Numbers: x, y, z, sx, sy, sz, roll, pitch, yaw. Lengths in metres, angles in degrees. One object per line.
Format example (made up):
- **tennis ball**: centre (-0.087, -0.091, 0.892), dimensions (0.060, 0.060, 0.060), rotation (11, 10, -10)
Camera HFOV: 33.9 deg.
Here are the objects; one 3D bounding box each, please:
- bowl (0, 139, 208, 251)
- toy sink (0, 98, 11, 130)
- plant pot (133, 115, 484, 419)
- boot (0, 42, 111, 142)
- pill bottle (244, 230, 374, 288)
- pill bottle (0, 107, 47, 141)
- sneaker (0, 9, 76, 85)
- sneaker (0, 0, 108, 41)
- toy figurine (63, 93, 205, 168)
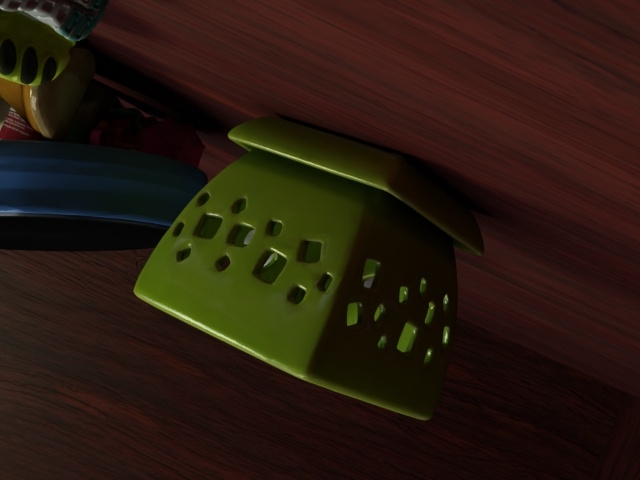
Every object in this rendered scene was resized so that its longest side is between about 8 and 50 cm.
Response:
- **bowl**: centre (-0.327, -0.041, 1.224), dimensions (0.391, 0.077, 0.391), rotation (0, 173, 0)
- **toy sink**: centre (-0.364, -0.152, 1.550), dimensions (0.153, 0.131, 0.234), rotation (22, 176, 44)
- **plant pot**: centre (0.006, 0.019, 0.976), dimensions (0.228, 0.207, 0.227), rotation (22, 176, 37)
- **boot**: centre (-0.345, -0.187, 1.106), dimensions (0.211, 0.104, 0.295), rotation (24, -179, -3)
- **pill bottle**: centre (0.000, 0.000, 1.319), dimensions (0.136, 0.136, 0.245), rotation (22, 176, 35)
- **pill bottle**: centre (-0.357, -0.150, 1.346), dimensions (0.086, 0.152, 0.086), rotation (24, 177, 1)
- **sneaker**: centre (-0.320, -0.194, 0.783), dimensions (0.123, 0.109, 0.295), rotation (17, 173, 36)
- **sneaker**: centre (-0.200, -0.176, 0.653), dimensions (0.076, 0.065, 0.166), rotation (27, 176, 17)
- **toy figurine**: centre (-0.216, -0.121, 1.350), dimensions (0.159, 0.130, 0.173), rotation (12, -166, 25)
